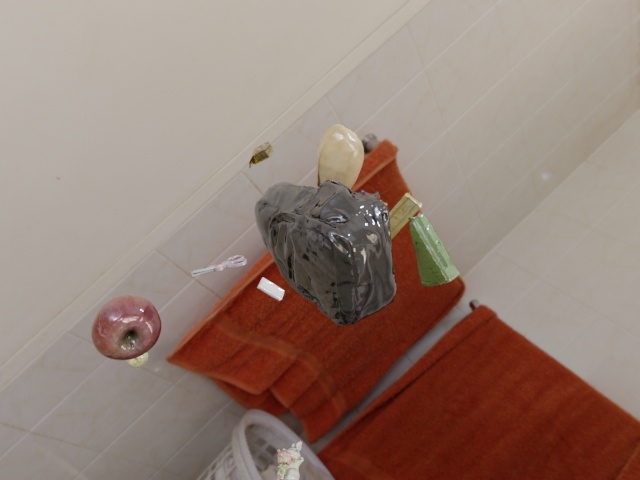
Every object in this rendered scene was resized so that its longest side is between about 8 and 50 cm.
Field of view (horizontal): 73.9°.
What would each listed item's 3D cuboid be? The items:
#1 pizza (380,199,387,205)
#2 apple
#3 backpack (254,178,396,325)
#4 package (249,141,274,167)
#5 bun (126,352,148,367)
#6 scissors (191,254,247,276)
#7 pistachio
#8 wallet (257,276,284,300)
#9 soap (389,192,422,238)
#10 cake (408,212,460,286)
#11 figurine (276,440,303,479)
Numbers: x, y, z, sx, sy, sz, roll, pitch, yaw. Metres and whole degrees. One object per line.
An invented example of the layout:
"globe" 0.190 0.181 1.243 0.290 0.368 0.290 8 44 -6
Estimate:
"pizza" 0.152 -0.120 1.254 0.083 0.025 0.078 -5 32 -39
"apple" -0.457 0.201 1.004 0.120 0.153 0.153 30 -15 50
"backpack" 0.000 0.000 1.096 0.446 0.255 0.363 29 -42 42
"package" -0.265 -0.368 1.823 0.047 0.131 0.071 45 41 -34
"bun" -0.700 0.447 1.618 0.086 0.086 0.055 48 2 -20
"scissors" -0.449 0.116 1.886 0.118 0.242 0.030 26 -51 61
"pistachio" 0.061 -0.292 1.594 0.187 0.188 0.299 45 -38 30
"wallet" -0.222 0.221 1.926 0.122 0.061 0.025 34 -40 -15
"soap" 0.352 -0.101 1.960 0.092 0.252 0.037 38 30 0
"cake" 0.359 0.026 1.339 0.099 0.100 0.235 -4 -75 45
"figurine" -0.097 0.721 1.401 0.146 0.081 0.098 -83 162 -48
